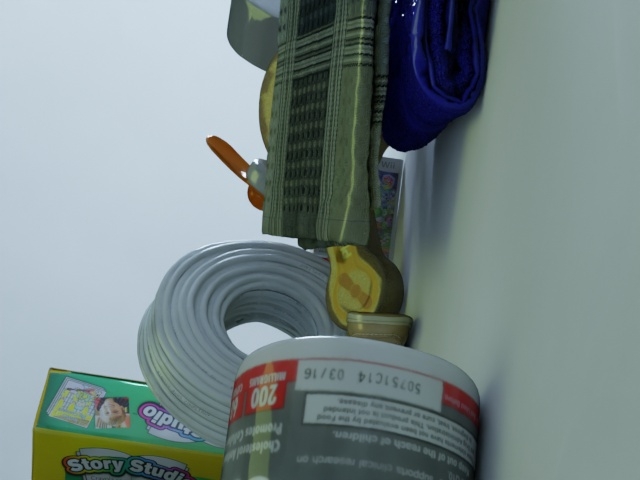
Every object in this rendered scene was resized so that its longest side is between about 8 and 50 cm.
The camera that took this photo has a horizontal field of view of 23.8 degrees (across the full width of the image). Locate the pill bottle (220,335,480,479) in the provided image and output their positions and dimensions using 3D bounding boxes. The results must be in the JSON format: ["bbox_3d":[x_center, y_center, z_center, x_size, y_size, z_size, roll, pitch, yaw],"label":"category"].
[{"bbox_3d":[0.009,0.216,0.930,0.161,0.161,0.283,105,173,-65],"label":"pill bottle"}]

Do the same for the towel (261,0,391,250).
[{"bbox_3d":[0.014,-0.150,1.380,0.312,0.056,0.324,-172,88,-74],"label":"towel"}]

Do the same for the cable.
[{"bbox_3d":[-0.058,0.109,1.558,0.257,0.257,0.089,-88,13,-46],"label":"cable"}]

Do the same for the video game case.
[{"bbox_3d":[0.042,-0.036,1.676,0.011,0.087,0.122,102,176,-77],"label":"video game case"}]

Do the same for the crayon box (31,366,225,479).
[{"bbox_3d":[-0.155,0.315,1.792,0.106,0.363,0.313,-85,5,-50],"label":"crayon box"}]

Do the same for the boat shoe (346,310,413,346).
[{"bbox_3d":[0.053,0.102,1.407,0.170,0.063,0.059,69,-155,-77],"label":"boat shoe"}]

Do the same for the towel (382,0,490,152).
[{"bbox_3d":[0.093,-0.203,1.315,0.308,0.076,0.227,132,147,-84],"label":"towel"}]

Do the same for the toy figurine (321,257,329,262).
[{"bbox_3d":[0.000,0.000,1.787,0.209,0.148,0.213,-97,16,-78],"label":"toy figurine"}]

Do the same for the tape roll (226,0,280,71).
[{"bbox_3d":[0.003,-0.259,1.769,0.219,0.219,0.072,-87,7,-58],"label":"tape roll"}]

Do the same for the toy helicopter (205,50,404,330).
[{"bbox_3d":[0.004,-0.060,1.580,0.235,0.140,0.355,-30,58,32],"label":"toy helicopter"}]
